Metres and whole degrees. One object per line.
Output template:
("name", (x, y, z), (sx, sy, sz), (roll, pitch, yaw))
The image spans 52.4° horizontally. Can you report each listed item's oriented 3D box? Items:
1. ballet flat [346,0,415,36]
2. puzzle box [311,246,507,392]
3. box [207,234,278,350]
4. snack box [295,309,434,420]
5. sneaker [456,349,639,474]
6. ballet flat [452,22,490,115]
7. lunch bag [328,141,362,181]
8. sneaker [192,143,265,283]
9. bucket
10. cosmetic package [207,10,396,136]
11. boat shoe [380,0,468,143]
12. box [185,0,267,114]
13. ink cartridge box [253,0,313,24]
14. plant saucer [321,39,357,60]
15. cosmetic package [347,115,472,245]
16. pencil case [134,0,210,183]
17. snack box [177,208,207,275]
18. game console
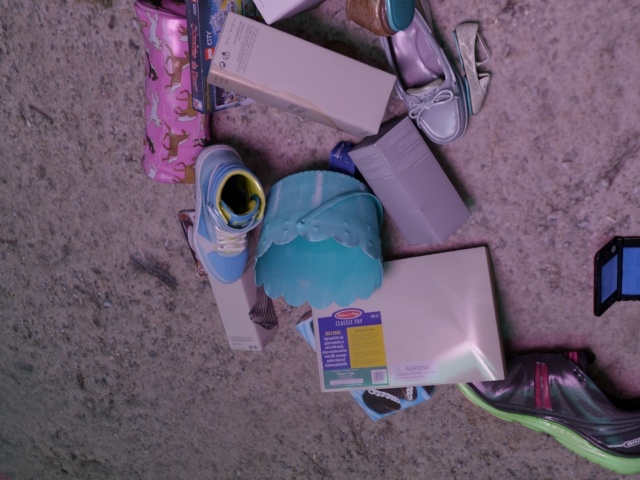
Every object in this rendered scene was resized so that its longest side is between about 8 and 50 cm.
("ballet flat", (0.068, -0.459, 0.896), (0.124, 0.116, 0.342), (20, 129, 34))
("puzzle box", (0.175, 0.176, 1.397), (0.409, 0.052, 0.272), (-9, 82, 24))
("box", (-0.192, 0.130, 1.596), (0.094, 0.113, 0.275), (0, 119, 23))
("snack box", (0.109, 0.280, 1.580), (0.187, 0.060, 0.322), (-32, 102, 33))
("sneaker", (0.482, 0.305, 1.390), (0.483, 0.185, 0.202), (23, 99, 13))
("ballet flat", (0.279, -0.306, 1.167), (0.052, 0.057, 0.168), (-10, 114, 18))
("lunch bag", (0.049, -0.157, 1.346), (0.065, 0.067, 0.098), (14, 123, 16))
("sneaker", (-0.188, -0.023, 1.345), (0.127, 0.208, 0.319), (-12, 116, -20))
("bucket", (0.000, 0.000, 1.331), (0.281, 0.183, 0.281), (2, 148, 1))
("cosmetic package", (-0.040, -0.291, 1.174), (0.309, 0.160, 0.113), (19, 93, -12))
("boat shoe", (0.177, -0.314, 1.175), (0.118, 0.103, 0.320), (-11, 114, 29))
("box", (-0.178, -0.376, 1.262), (0.044, 0.159, 0.233), (31, 131, 39))
("ink cartridge box", (0.056, -0.503, 1.054), (0.353, 0.207, 0.119), (-23, 104, 31))
("plant saucer", (0.034, -0.352, 1.271), (0.083, 0.015, 0.083), (11, 121, 18))
("cosmetic package", (0.173, -0.110, 1.271), (0.238, 0.107, 0.127), (53, 161, -15))
("pencil case", (-0.303, -0.305, 1.361), (0.160, 0.167, 0.386), (6, 121, -1))
("snack box", (-0.299, 0.006, 1.624), (0.064, 0.022, 0.178), (-4, 116, 24))
("game console", (0.586, 0.071, 1.235), (0.085, 0.124, 0.144), (18, 128, 46))
